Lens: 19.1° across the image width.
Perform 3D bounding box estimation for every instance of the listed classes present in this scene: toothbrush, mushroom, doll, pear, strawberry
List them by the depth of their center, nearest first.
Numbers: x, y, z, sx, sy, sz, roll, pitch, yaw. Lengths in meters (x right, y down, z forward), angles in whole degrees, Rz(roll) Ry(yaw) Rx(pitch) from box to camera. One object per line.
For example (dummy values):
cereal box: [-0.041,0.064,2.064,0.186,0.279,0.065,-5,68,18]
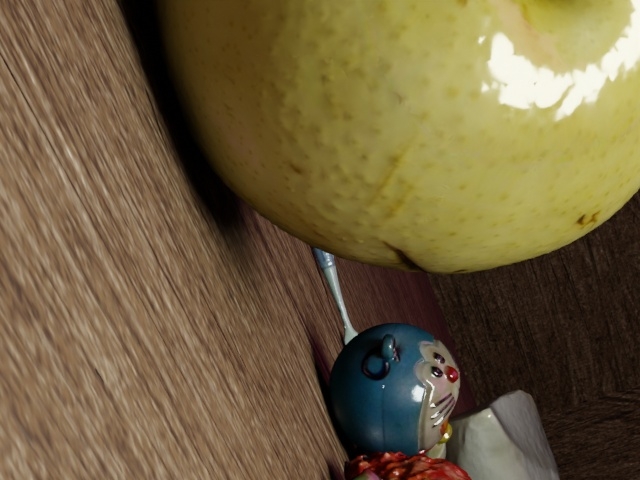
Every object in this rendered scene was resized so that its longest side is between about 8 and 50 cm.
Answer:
pear: [0.053,-0.129,1.004,0.309,0.309,0.309,-19,90,-85]
strawberry: [0.069,0.195,1.116,0.140,0.085,0.192,-103,175,-67]
doll: [0.050,0.112,1.245,0.152,0.085,0.114,81,15,-46]
toothbrush: [0.000,0.000,1.485,0.019,0.016,0.219,32,39,-85]
mushroom: [0.222,0.361,1.993,0.177,0.126,0.397,-10,81,-75]
